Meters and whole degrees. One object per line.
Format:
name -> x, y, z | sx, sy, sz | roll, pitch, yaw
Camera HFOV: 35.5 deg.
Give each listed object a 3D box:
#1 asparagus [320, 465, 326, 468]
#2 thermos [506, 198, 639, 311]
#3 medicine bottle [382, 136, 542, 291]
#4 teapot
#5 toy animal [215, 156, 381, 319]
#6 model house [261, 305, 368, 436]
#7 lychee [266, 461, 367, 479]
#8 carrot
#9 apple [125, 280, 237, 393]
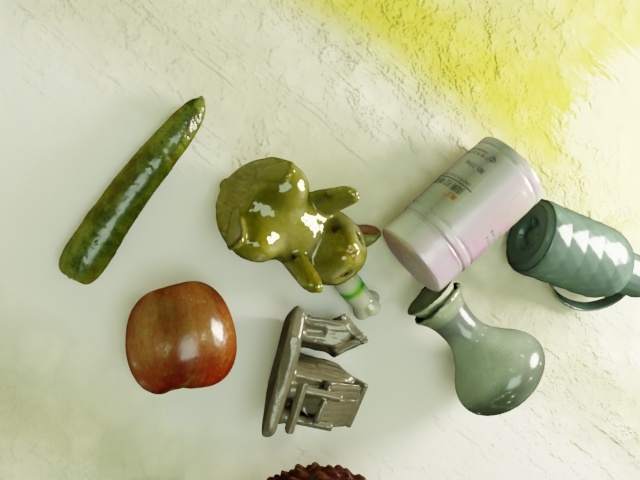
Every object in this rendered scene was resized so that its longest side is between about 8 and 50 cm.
asparagus -> 0.055, 0.514, 1.840 | 0.024, 0.025, 0.249 | -15, 109, 27
thermos -> 0.487, 0.044, 1.862 | 0.286, 0.145, 0.182 | 21, 121, -23
medicine bottle -> 0.247, -0.046, 1.746 | 0.254, 0.152, 0.152 | -41, 110, -10
teapot -> 0.277, 0.185, 1.794 | 0.183, 0.183, 0.251 | -43, 99, -9
toy animal -> 0.002, -0.001, 1.651 | 0.363, 0.180, 0.181 | 28, 84, -24
model house -> -0.003, 0.232, 1.718 | 0.188, 0.122, 0.229 | 14, 92, -22
lychee -> 0.009, 0.534, 1.674 | 0.306, 0.330, 0.306 | -24, 118, -57
carrot -> -0.292, -0.086, 1.588 | 0.074, 0.074, 0.358 | 37, 84, -21
apple -> -0.226, 0.160, 1.601 | 0.181, 0.181, 0.168 | -12, 81, -18
